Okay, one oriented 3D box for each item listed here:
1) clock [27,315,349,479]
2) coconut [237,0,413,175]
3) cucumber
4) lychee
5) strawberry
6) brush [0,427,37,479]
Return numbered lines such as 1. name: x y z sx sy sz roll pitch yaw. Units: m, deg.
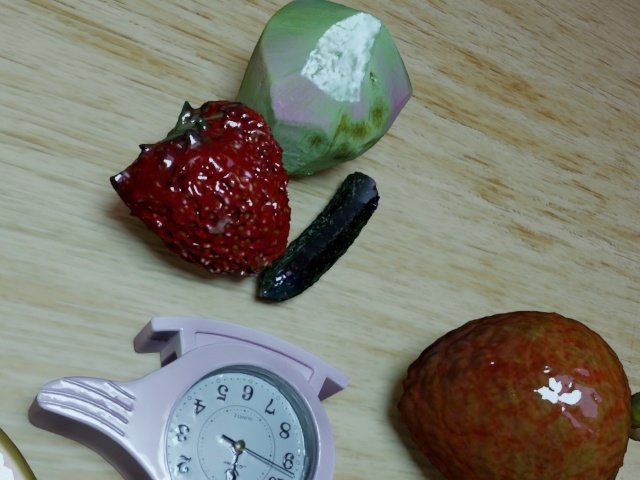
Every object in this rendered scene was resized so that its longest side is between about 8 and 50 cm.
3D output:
1. clock: -0.129 0.207 0.547 0.290 0.080 0.276 24 55 -17
2. coconut: 0.008 -0.198 0.746 0.235 0.236 0.205 11 57 -25
3. cucumber: 0.002 0.002 0.750 0.067 0.067 0.245 42 54 -4
4. lychee: 0.243 0.200 0.666 0.299 0.255 0.255 14 51 18
5. strawberry: -0.108 -0.051 0.644 0.184 0.187 0.201 -41 108 -5
6. brush: -0.273 0.228 0.395 0.267 0.166 0.174 47 50 -1
